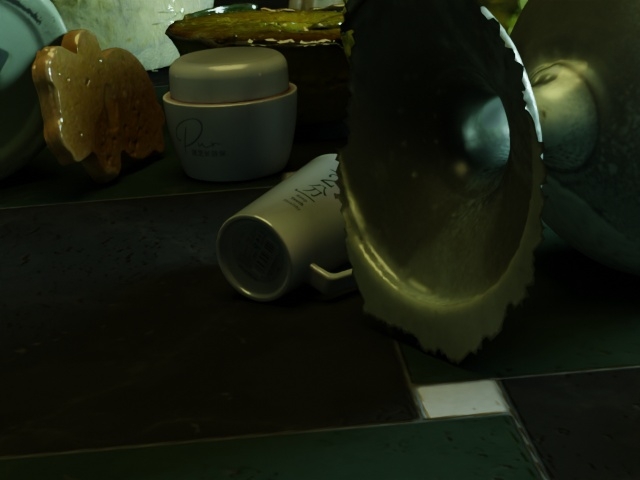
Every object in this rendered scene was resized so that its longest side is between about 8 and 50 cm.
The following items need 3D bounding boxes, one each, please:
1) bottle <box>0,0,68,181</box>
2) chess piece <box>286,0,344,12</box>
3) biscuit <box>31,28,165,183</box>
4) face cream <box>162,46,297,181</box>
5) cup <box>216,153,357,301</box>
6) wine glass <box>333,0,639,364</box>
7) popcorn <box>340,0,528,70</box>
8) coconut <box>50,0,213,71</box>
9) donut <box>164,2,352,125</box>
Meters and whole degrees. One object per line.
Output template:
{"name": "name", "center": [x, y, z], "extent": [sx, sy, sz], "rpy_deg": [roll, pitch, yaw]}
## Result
{"name": "bottle", "center": [-0.402, -0.180, 1.349], "extent": [0.229, 0.229, 0.351], "rpy_deg": [-16, 29, -35]}
{"name": "chess piece", "center": [0.114, -0.281, 1.755], "extent": [0.307, 0.124, 0.139], "rpy_deg": [13, 39, 36]}
{"name": "biscuit", "center": [-0.194, -0.121, 1.281], "extent": [0.027, 0.133, 0.184], "rpy_deg": [-11, 13, 24]}
{"name": "face cream", "center": [-0.078, -0.112, 1.274], "extent": [0.117, 0.104, 0.117], "rpy_deg": [-3, 16, 1]}
{"name": "cup", "center": [0.000, 0.000, 0.975], "extent": [0.104, 0.074, 0.116], "rpy_deg": [34, 35, 17]}
{"name": "wine glass", "center": [0.183, -0.076, 0.903], "extent": [0.323, 0.238, 0.238], "rpy_deg": [-12, 19, -31]}
{"name": "popcorn", "center": [0.149, -0.191, 1.267], "extent": [0.270, 0.224, 0.258], "rpy_deg": [35, 48, 17]}
{"name": "coconut", "center": [-0.275, -0.347, 1.836], "extent": [0.297, 0.254, 0.297], "rpy_deg": [-5, 15, 1]}
{"name": "donut", "center": [-0.014, -0.175, 1.463], "extent": [0.272, 0.107, 0.272], "rpy_deg": [-4, 18, 1]}
